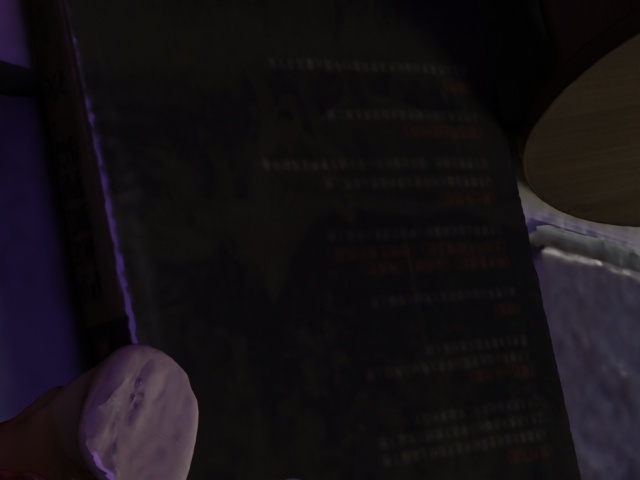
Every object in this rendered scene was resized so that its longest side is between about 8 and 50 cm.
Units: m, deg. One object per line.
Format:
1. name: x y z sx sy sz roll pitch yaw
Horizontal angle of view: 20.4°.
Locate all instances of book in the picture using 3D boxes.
1. book: 0.000 0.000 0.475 0.160 0.024 0.228 -1 76 -46

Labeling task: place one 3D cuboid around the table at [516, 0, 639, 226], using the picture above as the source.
1. table: 0.122 -0.141 0.577 0.167 0.167 0.227 13 57 -43

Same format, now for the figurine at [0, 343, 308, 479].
1. figurine: -0.070 0.120 0.304 0.111 0.102 0.195 45 44 -21
